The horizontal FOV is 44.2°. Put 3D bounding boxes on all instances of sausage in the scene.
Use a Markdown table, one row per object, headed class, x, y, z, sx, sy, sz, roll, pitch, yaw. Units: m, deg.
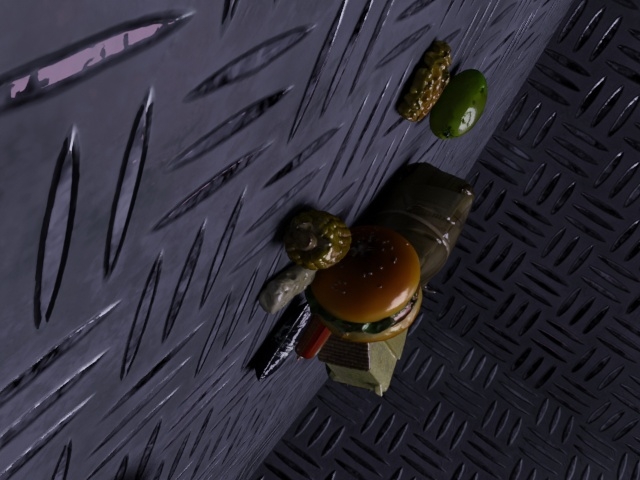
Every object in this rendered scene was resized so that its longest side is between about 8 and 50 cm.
| class | x | y | z | sx | sy | sz | roll | pitch | yaw |
| --- | --- | --- | --- | --- | --- | --- | --- | --- | --- |
| sausage | 0.001 | 0.223 | 2.063 | 0.264 | 0.083 | 0.083 | -59 | 170 | 27 |

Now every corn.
| class | x | y | z | sx | sy | sz | roll | pitch | yaw |
| --- | --- | --- | --- | --- | --- | --- | --- | --- | --- |
| corn | 0.000 | 0.000 | 1.281 | 0.097 | 0.097 | 0.262 | -57 | 171 | 5 |

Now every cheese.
| class | x | y | z | sx | sy | sz | roll | pitch | yaw |
| --- | --- | --- | --- | --- | --- | --- | --- | --- | --- |
| cheese | -0.054 | 0.078 | 1.424 | 0.065 | 0.043 | 0.194 | -58 | 169 | 21 |

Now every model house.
| class | x | y | z | sx | sy | sz | roll | pitch | yaw |
| --- | --- | --- | --- | --- | --- | --- | --- | --- | --- |
| model house | 0.114 | 0.290 | 2.514 | 0.266 | 0.261 | 0.321 | 56 | 48 | -53 |

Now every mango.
| class | x | y | z | sx | sy | sz | roll | pitch | yaw |
| --- | --- | --- | --- | --- | --- | --- | --- | --- | --- |
| mango | 0.301 | -0.302 | 1.724 | 0.119 | 0.100 | 0.178 | 10 | -114 | 55 |

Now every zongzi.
| class | x | y | z | sx | sy | sz | roll | pitch | yaw |
| --- | --- | --- | --- | --- | --- | --- | --- | --- | --- |
| zongzi | 0.152 | 0.099 | 1.965 | 0.467 | 0.218 | 0.500 | -47 | 165 | -34 |

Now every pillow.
| class | x | y | z | sx | sy | sz | roll | pitch | yaw |
| --- | --- | --- | --- | --- | --- | --- | --- | --- | --- |
| pillow | -0.077 | 0.216 | 1.727 | 0.208 | 0.055 | 0.141 | -54 | 176 | -6 |

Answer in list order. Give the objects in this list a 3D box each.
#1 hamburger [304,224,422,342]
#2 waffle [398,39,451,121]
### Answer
| class | x | y | z | sx | sy | sz | roll | pitch | yaw |
| --- | --- | --- | --- | --- | --- | --- | --- | --- | --- |
| hamburger | 0.088 | 0.077 | 1.568 | 0.246 | 0.246 | 0.170 | -50 | 149 | -30 |
| waffle | 0.199 | -0.282 | 1.434 | 0.149 | 0.051 | 0.194 | -56 | 170 | 12 |
